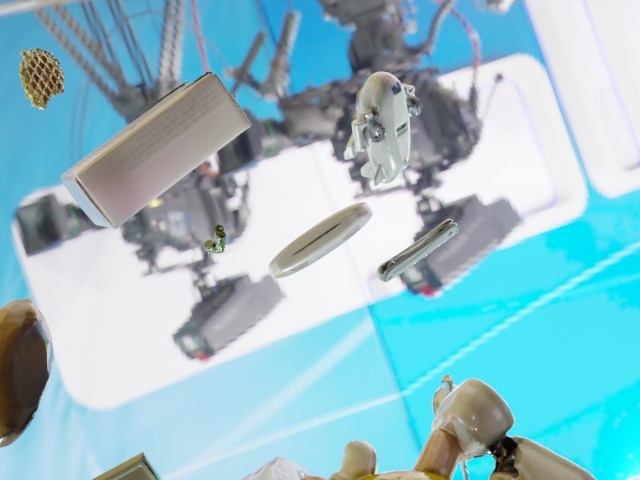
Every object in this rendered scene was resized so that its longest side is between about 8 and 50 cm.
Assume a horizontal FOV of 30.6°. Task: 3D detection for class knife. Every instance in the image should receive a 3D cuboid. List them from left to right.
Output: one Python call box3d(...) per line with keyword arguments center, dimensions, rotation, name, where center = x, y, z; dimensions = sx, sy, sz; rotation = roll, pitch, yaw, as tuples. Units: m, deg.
box3d(center=(0.150, 0.013, 1.805), dimensions=(0.162, 0.023, 0.044), rotation=(-34, 148, -25), name="knife")

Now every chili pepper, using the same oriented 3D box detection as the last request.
box3d(center=(-0.130, 0.003, 1.462), dimensions=(0.022, 0.027, 0.083), rotation=(-61, -173, -23), name="chili pepper")

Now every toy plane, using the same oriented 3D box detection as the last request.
box3d(center=(0.089, -0.161, 1.690), dimensions=(0.080, 0.174, 0.174), rotation=(15, -161, 32), name="toy plane")
box3d(center=(0.230, 0.304, 1.945), dimensions=(0.092, 0.229, 0.244), rotation=(-8, -158, 10), name="toy plane")

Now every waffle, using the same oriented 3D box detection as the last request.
box3d(center=(-0.358, -0.210, 1.505), dimensions=(0.016, 0.078, 0.085), rotation=(-9, -166, 24), name="waffle")

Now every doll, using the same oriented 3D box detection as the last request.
box3d(center=(0.125, 0.337, 1.259), dimensions=(0.348, 0.161, 0.423), rotation=(11, -134, 7), name="doll")

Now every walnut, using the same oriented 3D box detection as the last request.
box3d(center=(-0.464, 0.203, 1.721), dimensions=(0.137, 0.245, 0.137), rotation=(7, 168, 2), name="walnut")

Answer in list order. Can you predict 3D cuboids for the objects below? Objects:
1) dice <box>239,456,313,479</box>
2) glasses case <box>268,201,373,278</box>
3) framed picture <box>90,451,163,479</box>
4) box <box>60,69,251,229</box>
box3d(center=(-0.095, 0.577, 1.922), dimensions=(0.330, 0.348, 0.328), rotation=(-43, 176, 7), name="dice")
box3d(center=(0.000, 0.000, 1.602), dimensions=(0.164, 0.041, 0.063), rotation=(-33, 173, 7), name="glasses case")
box3d(center=(-0.261, 0.435, 1.567), dimensions=(0.211, 0.289, 0.020), rotation=(-28, -151, -1), name="framed picture")
box3d(center=(-0.244, -0.131, 1.693), dimensions=(0.252, 0.106, 0.203), rotation=(-38, -166, -13), name="box")
